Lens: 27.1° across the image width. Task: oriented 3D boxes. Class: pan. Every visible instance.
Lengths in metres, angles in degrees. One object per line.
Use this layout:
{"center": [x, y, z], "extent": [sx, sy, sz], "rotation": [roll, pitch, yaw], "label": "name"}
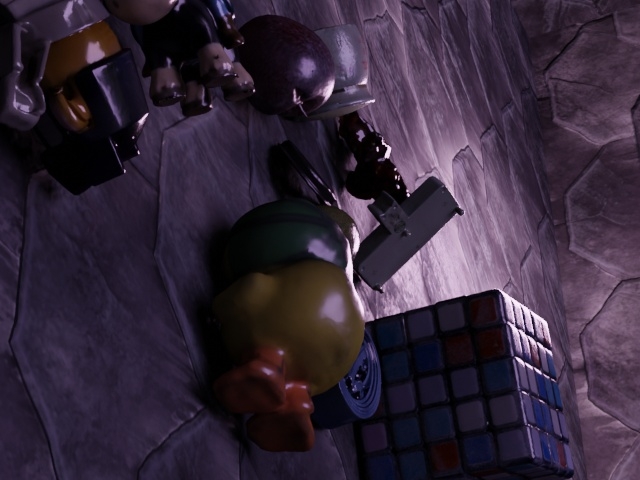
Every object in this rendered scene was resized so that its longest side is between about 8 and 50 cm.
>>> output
{"center": [-0.006, -0.090, 2.161], "extent": [0.136, 0.028, 0.235], "rotation": [53, 0, 25], "label": "pan"}

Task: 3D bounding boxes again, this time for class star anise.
{"center": [0.083, -0.129, 2.400], "extent": [0.272, 0.102, 0.272], "rotation": [59, -2, 4], "label": "star anise"}

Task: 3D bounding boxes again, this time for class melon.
{"center": [0.000, 0.000, 2.051], "extent": [0.167, 0.114, 0.114], "rotation": [-12, 87, -68], "label": "melon"}

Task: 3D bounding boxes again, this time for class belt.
{"center": [0.030, 0.204, 2.028], "extent": [0.141, 0.082, 0.190], "rotation": [66, 23, -16], "label": "belt"}

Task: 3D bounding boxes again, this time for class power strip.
{"center": [0.136, -0.023, 2.293], "extent": [0.061, 0.216, 0.145], "rotation": [42, -4, 43], "label": "power strip"}

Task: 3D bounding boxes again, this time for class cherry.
{"center": [-0.055, -0.270, 2.057], "extent": [0.176, 0.140, 0.176], "rotation": [36, 39, -36], "label": "cherry"}

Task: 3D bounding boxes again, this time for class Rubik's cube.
{"center": [0.232, 0.271, 2.215], "extent": [0.293, 0.291, 0.287], "rotation": [28, 49, -60], "label": "Rubik's cube"}

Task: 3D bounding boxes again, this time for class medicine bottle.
{"center": [0.010, -0.276, 2.215], "extent": [0.147, 0.147, 0.143], "rotation": [-20, 96, -69], "label": "medicine bottle"}

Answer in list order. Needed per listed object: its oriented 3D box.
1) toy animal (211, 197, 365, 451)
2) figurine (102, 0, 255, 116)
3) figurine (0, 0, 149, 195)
{"center": [-0.035, 0.093, 1.782], "extent": [0.216, 0.191, 0.338], "rotation": [54, 29, -43], "label": "toy animal"}
{"center": [-0.187, -0.353, 1.644], "extent": [0.306, 0.241, 0.412], "rotation": [35, 42, -43], "label": "figurine"}
{"center": [-0.280, -0.195, 1.428], "extent": [0.308, 0.143, 0.309], "rotation": [27, 55, -45], "label": "figurine"}
